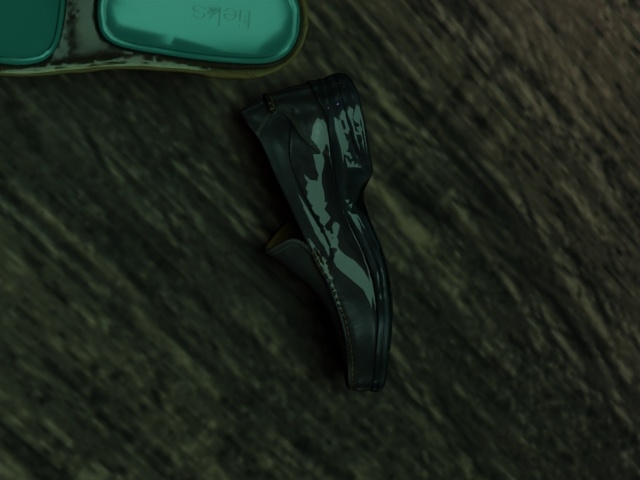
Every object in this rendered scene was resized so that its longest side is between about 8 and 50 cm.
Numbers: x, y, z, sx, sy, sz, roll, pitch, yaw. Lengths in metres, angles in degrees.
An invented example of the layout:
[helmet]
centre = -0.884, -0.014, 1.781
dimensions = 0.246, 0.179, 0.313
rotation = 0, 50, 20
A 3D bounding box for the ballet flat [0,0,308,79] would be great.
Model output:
[ballet flat]
centre = -0.122, -0.114, 0.830
dimensions = 0.232, 0.073, 0.080
rotation = 8, 98, -24

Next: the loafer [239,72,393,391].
[loafer]
centre = 0.000, 0.000, 0.919
dimensions = 0.061, 0.062, 0.170
rotation = -11, 96, -6
